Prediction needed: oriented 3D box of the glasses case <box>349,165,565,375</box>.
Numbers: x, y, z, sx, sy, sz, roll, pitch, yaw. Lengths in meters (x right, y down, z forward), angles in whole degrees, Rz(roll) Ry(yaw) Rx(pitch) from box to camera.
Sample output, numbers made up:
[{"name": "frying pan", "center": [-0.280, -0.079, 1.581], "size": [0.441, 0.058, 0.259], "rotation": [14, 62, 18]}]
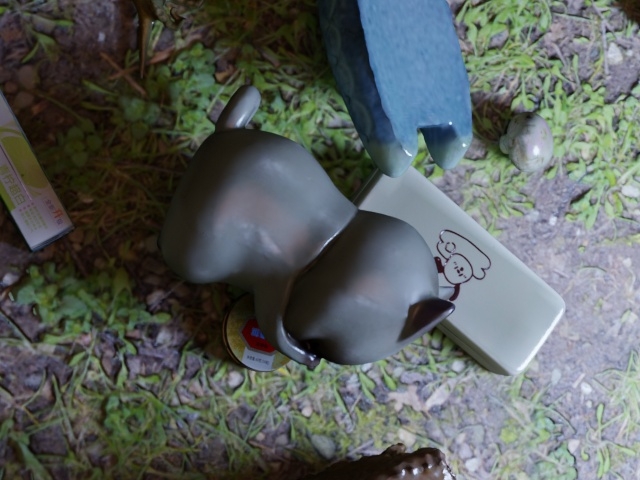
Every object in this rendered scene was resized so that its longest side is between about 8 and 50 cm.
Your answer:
[{"name": "glasses case", "center": [0.168, 0.037, 1.784], "size": [0.313, 0.070, 0.131], "rotation": [41, 75, -10]}]

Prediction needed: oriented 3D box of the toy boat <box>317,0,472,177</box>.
[{"name": "toy boat", "center": [0.078, -0.238, 1.751], "size": [0.215, 0.123, 0.330], "rotation": [-15, 88, -48]}]

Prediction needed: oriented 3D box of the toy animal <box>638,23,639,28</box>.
[{"name": "toy animal", "center": [0.575, -0.335, 1.945], "size": [0.255, 0.176, 0.239], "rotation": [-9, 91, -52]}]

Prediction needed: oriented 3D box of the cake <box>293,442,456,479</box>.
[{"name": "cake", "center": [0.037, 0.412, 1.613], "size": [0.282, 0.255, 0.290], "rotation": [-14, 85, -17]}]

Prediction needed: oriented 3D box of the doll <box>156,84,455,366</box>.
[{"name": "doll", "center": [-0.029, 0.011, 1.624], "size": [0.370, 0.215, 0.226], "rotation": [42, 92, 3]}]

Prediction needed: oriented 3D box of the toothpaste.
[{"name": "toothpaste", "center": [-0.399, -0.146, 1.622], "size": [0.067, 0.081, 0.337], "rotation": [-30, 93, -14]}]

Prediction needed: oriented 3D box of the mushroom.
[{"name": "mushroom", "center": [0.278, -0.132, 1.838], "size": [0.083, 0.067, 0.084], "rotation": [9, 78, -52]}]

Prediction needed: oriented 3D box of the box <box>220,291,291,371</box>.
[{"name": "box", "center": [-0.073, 0.114, 1.720], "size": [0.105, 0.037, 0.106], "rotation": [2, 84, -17]}]

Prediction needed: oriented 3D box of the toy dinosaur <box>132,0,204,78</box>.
[{"name": "toy dinosaur", "center": [-0.224, -0.304, 1.718], "size": [0.126, 0.039, 0.162], "rotation": [39, 80, 0]}]
